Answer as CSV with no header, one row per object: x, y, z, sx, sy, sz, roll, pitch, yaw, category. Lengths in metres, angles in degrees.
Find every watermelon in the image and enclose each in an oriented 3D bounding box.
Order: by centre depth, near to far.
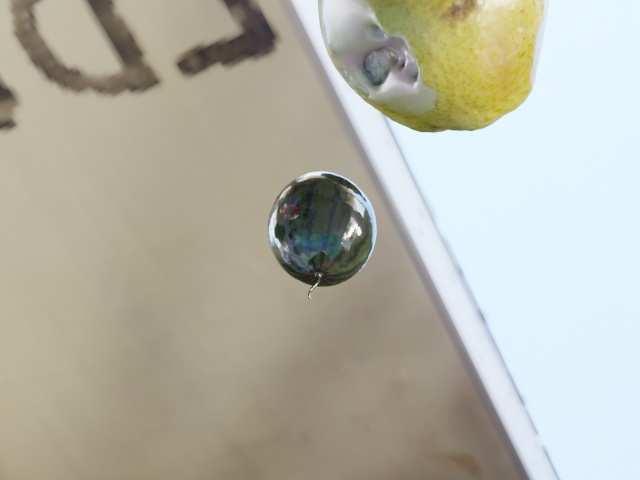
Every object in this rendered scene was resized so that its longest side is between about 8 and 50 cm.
0.000,0.000,1.647,0.105,0.105,0.133,-7,-124,22,watermelon

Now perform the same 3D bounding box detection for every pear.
0.124,-0.243,1.854,0.271,0.271,0.271,-15,-137,15,pear
